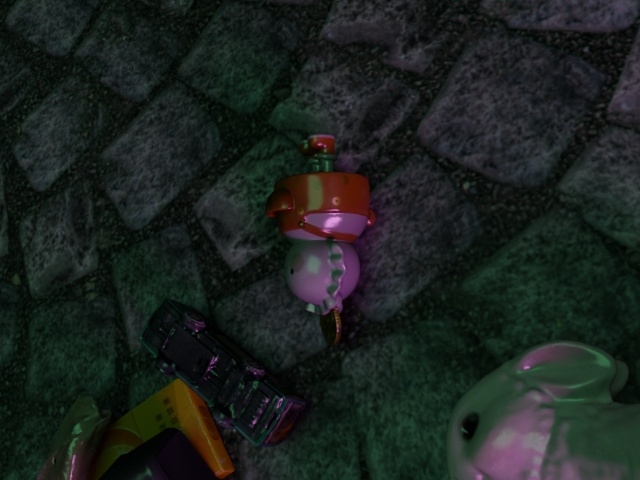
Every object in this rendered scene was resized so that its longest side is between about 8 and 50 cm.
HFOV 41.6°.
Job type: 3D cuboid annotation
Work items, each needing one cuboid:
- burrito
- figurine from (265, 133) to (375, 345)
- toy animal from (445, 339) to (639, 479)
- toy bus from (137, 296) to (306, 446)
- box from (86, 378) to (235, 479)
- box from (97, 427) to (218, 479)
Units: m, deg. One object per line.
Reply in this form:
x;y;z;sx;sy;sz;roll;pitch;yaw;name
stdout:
-0.355;0.326;1.163;0.087;0.060;0.225;17;84;34;burrito
0.009;-0.003;1.106;0.143;0.143;0.271;-18;88;21;figurine
0.304;0.213;0.866;0.357;0.194;0.257;19;94;37;toy animal
-0.133;0.173;1.125;0.262;0.109;0.091;35;94;32;toy bus
-0.259;0.324;1.179;0.269;0.043;0.152;-35;63;13;box
-0.174;0.342;1.045;0.090;0.144;0.201;-35;91;9;box
